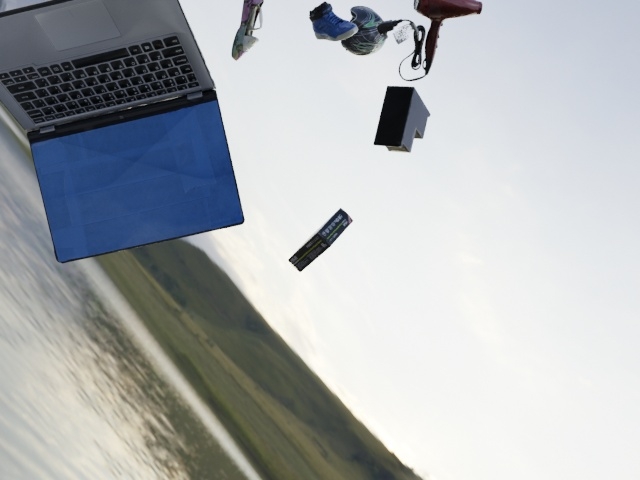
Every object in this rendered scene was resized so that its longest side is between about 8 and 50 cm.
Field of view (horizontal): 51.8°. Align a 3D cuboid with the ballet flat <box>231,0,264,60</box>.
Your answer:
[{"bbox_3d":[-0.236,-0.703,2.191,0.079,0.221,0.077,19,12,13],"label":"ballet flat"}]

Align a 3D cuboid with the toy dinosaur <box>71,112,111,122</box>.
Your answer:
[{"bbox_3d":[-0.611,-0.317,1.792,0.322,0.219,0.164,-11,94,-72],"label":"toy dinosaur"}]

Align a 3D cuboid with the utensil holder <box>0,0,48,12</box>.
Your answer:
[{"bbox_3d":[-0.830,-0.573,1.875,0.327,0.327,0.385,44,12,26],"label":"utensil holder"}]

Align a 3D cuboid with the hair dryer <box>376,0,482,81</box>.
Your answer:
[{"bbox_3d":[0.320,-0.609,1.879,0.223,0.294,0.080,48,22,-40],"label":"hair dryer"}]

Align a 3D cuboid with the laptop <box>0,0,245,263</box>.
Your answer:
[{"bbox_3d":[-0.378,-0.192,1.168,0.407,0.382,0.236,72,6,-58],"label":"laptop"}]

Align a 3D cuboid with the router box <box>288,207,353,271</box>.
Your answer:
[{"bbox_3d":[0.000,0.000,1.279,0.038,0.092,0.122,45,-42,-2],"label":"router box"}]

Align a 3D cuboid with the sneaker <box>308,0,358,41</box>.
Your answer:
[{"bbox_3d":[0.025,-0.534,1.598,0.152,0.058,0.084,26,-32,53],"label":"sneaker"}]

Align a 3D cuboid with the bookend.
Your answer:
[{"bbox_3d":[0.206,-0.280,1.646,0.073,0.156,0.157,9,-10,27],"label":"bookend"}]

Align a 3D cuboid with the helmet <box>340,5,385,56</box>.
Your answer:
[{"bbox_3d":[0.152,-0.735,2.342,0.169,0.170,0.161,72,9,-52],"label":"helmet"}]

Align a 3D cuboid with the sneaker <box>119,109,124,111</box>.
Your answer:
[{"bbox_3d":[-0.423,-0.234,1.424,0.225,0.088,0.092,-145,-133,-60],"label":"sneaker"}]
